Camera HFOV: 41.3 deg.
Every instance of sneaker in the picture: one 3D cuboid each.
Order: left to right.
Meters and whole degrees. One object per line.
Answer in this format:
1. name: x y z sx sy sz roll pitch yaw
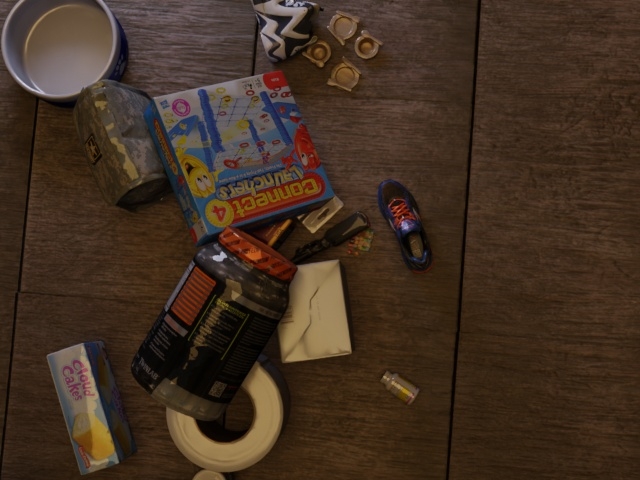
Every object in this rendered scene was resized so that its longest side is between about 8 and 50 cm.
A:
1. sneaker: -0.075 -0.533 1.915 0.153 0.094 0.235 -16 85 1
2. sneaker: 0.192 -0.036 1.862 0.083 0.087 0.221 -26 85 0

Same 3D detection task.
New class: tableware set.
1. tableware set: 0.053 -0.433 1.935 0.141 0.020 0.169 38 89 6

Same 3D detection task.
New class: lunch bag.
1. lunch bag: -0.413 -0.198 1.813 0.168 0.287 0.235 -23 85 1

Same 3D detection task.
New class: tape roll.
1. tape roll: -0.192 0.357 1.814 0.246 0.169 0.246 0 86 4

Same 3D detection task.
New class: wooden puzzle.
1. wooden puzzle: 0.092 -0.003 1.906 0.049 0.006 0.083 14 86 5

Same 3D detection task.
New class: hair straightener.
1. hair straightener: 0.000 0.000 1.866 0.230 0.089 0.047 -25 83 5

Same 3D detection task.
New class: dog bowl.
1. dog bowl: -0.578 -0.438 1.932 0.264 0.104 0.265 0 85 3

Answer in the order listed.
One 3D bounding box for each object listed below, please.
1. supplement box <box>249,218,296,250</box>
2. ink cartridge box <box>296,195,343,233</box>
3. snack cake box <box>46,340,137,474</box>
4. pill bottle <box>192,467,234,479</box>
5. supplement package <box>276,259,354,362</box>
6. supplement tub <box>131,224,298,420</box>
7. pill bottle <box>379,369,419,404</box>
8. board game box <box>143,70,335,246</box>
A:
1. supplement box: -0.153 -0.066 1.877 0.188 0.104 0.081 38 89 6
2. ink cartridge box: -0.044 -0.115 1.895 0.104 0.061 0.181 -43 84 -2
3. snack cake box: -0.493 0.357 1.841 0.089 0.152 0.264 -19 85 1
4. pill bottle: -0.226 0.514 1.819 0.078 0.137 0.078 0 86 3
5. supplement package: -0.013 0.150 1.802 0.149 0.203 0.194 -8 84 3
6. supplement tub: -0.197 0.155 1.631 0.207 0.207 0.338 32 93 5
7. pill bottle: 0.172 0.319 1.857 0.083 0.043 0.043 35 88 6
8. board game box: -0.166 -0.175 1.765 0.308 0.086 0.302 -19 81 -29
